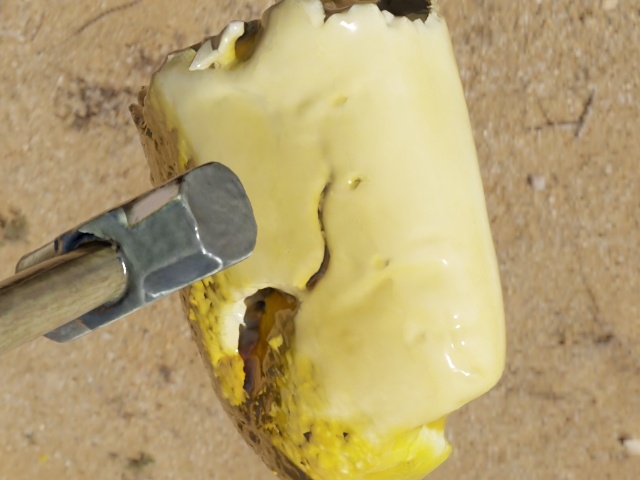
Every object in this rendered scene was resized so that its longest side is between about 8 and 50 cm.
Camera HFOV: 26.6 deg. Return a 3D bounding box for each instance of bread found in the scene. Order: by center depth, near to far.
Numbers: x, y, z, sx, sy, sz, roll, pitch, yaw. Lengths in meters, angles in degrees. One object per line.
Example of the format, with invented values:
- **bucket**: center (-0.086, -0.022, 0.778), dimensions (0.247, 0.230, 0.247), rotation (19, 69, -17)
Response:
- **bread**: center (0.000, 0.000, 1.052), dimensions (0.250, 0.361, 0.394), rotation (-11, 97, 4)

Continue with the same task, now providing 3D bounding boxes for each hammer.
- **hammer**: center (-0.160, 0.054, 0.428), dimensions (0.111, 0.365, 0.043), rotation (-23, 94, 37)
